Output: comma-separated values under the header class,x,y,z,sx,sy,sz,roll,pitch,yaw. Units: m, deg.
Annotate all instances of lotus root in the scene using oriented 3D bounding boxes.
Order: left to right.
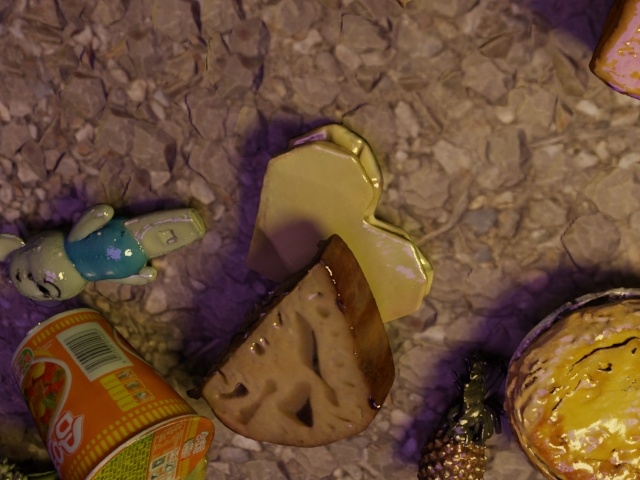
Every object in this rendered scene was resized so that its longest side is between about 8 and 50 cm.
class,x,y,z,sx,sy,sz,roll,pitch,yaw
lotus root,-0.014,0.120,0.928,0.170,0.074,0.261,46,130,-7

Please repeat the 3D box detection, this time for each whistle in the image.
class,x,y,z,sx,sy,sz,roll,pitch,yaw
whistle,-0.231,0.014,0.975,0.236,0.077,0.114,-15,127,17

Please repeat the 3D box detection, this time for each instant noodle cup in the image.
class,x,y,z,sx,sy,sz,roll,pitch,yaw
instant noodle cup,-0.230,0.173,0.975,0.185,0.168,0.168,47,121,27

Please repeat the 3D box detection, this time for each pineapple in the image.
class,x,y,z,sx,sy,sz,roll,pitch,yaw
pineapple,0.146,0.188,0.949,0.074,0.074,0.159,18,112,7

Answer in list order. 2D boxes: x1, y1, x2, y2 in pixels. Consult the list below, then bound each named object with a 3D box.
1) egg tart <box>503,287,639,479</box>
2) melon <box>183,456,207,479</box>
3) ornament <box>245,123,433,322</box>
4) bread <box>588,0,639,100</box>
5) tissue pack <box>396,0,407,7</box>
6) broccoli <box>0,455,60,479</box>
class,x,y,z,sx,sy,sz,roll,pitch,yaw
egg tart,0.289,0.146,0.877,0.234,0.094,0.234,4,113,11
melon,-0.178,0.313,1.116,0.114,0.053,0.261,-6,116,-2
ornament,0.000,0.000,0.916,0.180,0.059,0.201,-21,108,28
bread,0.298,-0.165,0.711,0.158,0.149,0.143,29,114,2
tissue pack,0.055,-0.325,0.740,0.222,0.090,0.186,45,119,-5
broccoli,-0.331,0.341,1.096,0.176,0.226,0.198,-12,153,-14
